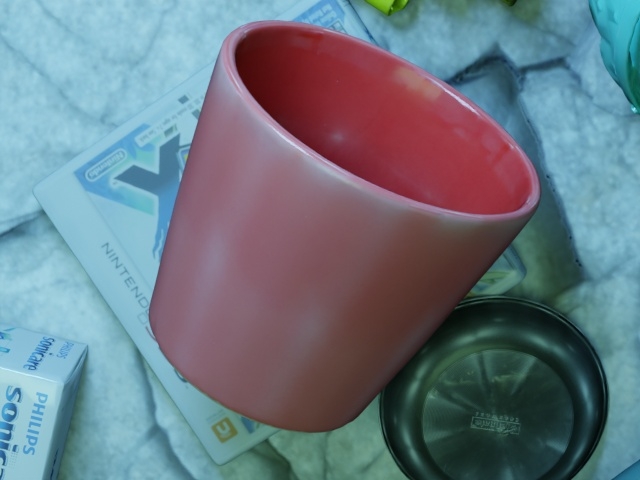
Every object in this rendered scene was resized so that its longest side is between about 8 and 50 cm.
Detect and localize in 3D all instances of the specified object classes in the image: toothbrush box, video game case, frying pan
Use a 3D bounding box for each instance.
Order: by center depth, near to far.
[{"bbox_3d":[0.113,0.196,1.647,0.197,0.053,0.326,31,103,-10],"label":"frying pan"},{"bbox_3d":[-0.039,-0.009,1.663,0.329,0.036,0.300,-33,93,16],"label":"video game case"},{"bbox_3d":[-0.377,0.169,1.706,0.295,0.126,0.216,14,104,1],"label":"toothbrush box"}]

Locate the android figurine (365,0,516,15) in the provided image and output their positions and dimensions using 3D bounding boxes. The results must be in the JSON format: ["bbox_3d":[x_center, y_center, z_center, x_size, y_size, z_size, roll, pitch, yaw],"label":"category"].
[{"bbox_3d":[0.074,-0.313,1.566,0.273,0.056,0.248,31,106,4],"label":"android figurine"}]

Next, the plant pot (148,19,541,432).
[{"bbox_3d":[0.000,0.000,1.515,0.275,0.275,0.243,30,115,5],"label":"plant pot"}]

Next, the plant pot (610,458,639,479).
[{"bbox_3d":[0.357,0.259,1.507,0.235,0.293,0.293,-44,90,11],"label":"plant pot"}]

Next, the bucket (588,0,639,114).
[{"bbox_3d":[0.345,-0.180,1.427,0.281,0.183,0.281,-2,111,-6],"label":"bucket"}]
